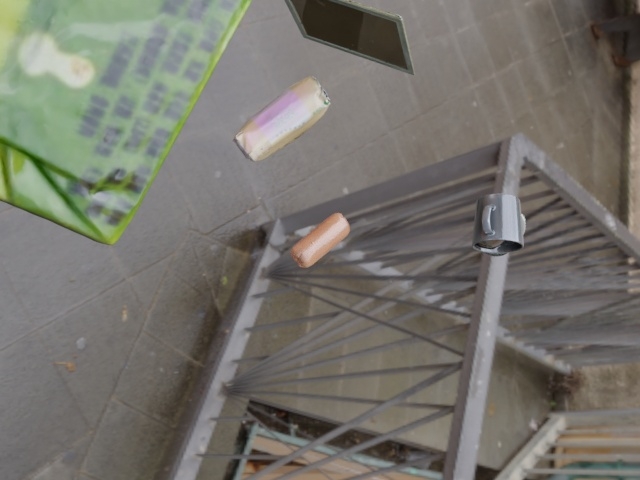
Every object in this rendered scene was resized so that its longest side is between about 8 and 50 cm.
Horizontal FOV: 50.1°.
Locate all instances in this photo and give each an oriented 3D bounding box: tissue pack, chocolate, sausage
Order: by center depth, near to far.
[{"bbox_3d":[-0.247,-0.188,0.587,0.289,0.137,0.301,24,103,-32],"label":"chocolate"},{"bbox_3d":[0.000,0.000,0.848,0.083,0.034,0.034,-39,109,-17],"label":"sausage"},{"bbox_3d":[-0.105,-0.311,1.807,0.256,0.215,0.123,-41,100,-3],"label":"tissue pack"}]

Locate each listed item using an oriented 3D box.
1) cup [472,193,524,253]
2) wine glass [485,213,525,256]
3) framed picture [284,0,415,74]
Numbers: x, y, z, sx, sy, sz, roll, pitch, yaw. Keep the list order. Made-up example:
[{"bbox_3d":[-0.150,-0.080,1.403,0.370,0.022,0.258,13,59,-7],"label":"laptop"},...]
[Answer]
[{"bbox_3d":[0.272,-0.030,1.063,0.100,0.078,0.077,29,61,-56],"label":"cup"},{"bbox_3d":[0.319,-0.016,1.203,0.155,0.072,0.072,-21,94,-65],"label":"wine glass"},{"bbox_3d":[0.061,-0.459,1.467,0.019,0.296,0.232,-63,162,-7],"label":"framed picture"}]
